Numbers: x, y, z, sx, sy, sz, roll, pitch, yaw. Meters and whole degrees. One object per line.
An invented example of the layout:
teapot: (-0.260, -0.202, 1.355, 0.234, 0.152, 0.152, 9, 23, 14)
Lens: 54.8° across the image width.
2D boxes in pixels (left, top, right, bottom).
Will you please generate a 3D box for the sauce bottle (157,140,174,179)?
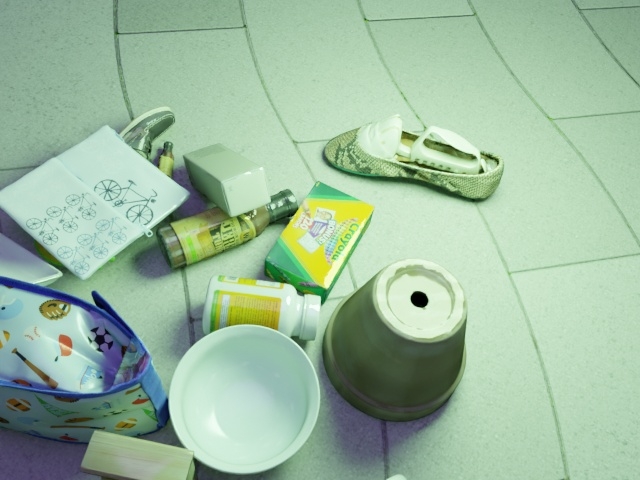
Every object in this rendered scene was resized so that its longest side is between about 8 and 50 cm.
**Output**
sauce bottle: (-0.407, -0.205, 1.627, 0.042, 0.042, 0.128, 2, 55, -6)

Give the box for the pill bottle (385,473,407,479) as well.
pill bottle: (0.158, 0.587, 1.118, 0.162, 0.162, 0.278, -24, 64, -21)

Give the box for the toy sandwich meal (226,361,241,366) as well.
toy sandwich meal: (-0.199, 0.247, 1.368, 0.086, 0.029, 0.085, 3, 57, -5)

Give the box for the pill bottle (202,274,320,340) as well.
pill bottle: (-0.128, 0.158, 1.371, 0.246, 0.136, 0.136, 8, 57, -2)

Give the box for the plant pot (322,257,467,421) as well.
plant pot: (0.176, 0.184, 1.310, 0.323, 0.280, 0.323, 3, 56, -4)

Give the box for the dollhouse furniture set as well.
dollhouse furniture set: (-0.336, 0.556, 1.018, 0.362, 0.256, 0.394, 12, 57, 1)

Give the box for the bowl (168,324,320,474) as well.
bowl: (-0.154, 0.333, 1.257, 0.298, 0.134, 0.297, 4, 57, -6)

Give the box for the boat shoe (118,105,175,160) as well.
boat shoe: (-0.485, -0.242, 1.609, 0.285, 0.103, 0.092, -40, 75, -23)

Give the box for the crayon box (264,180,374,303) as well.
crayon box: (0.000, 0.000, 1.521, 0.165, 0.081, 0.278, 25, 58, 9)

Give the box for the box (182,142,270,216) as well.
box: (-0.233, -0.154, 1.505, 0.113, 0.094, 0.275, -23, 30, -21)

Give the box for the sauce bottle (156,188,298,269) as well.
sauce bottle: (-0.219, -0.040, 1.501, 0.345, 0.111, 0.111, -24, 63, -19)

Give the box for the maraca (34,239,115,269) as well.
maraca: (-0.567, 0.004, 1.438, 0.186, 0.099, 0.127, 13, 69, -9)

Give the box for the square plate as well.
square plate: (-0.781, 0.075, 1.276, 0.347, 0.049, 0.344, 22, 29, 34)

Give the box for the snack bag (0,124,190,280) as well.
snack bag: (-0.520, -0.103, 1.433, 0.323, 0.037, 0.342, 38, 58, 15)

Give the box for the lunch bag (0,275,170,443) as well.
lunch bag: (-0.479, 0.241, 1.164, 0.386, 0.327, 0.238, 14, 58, 4)

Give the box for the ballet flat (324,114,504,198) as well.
ballet flat: (0.256, -0.243, 1.650, 0.483, 0.182, 0.164, 14, 58, 2)
